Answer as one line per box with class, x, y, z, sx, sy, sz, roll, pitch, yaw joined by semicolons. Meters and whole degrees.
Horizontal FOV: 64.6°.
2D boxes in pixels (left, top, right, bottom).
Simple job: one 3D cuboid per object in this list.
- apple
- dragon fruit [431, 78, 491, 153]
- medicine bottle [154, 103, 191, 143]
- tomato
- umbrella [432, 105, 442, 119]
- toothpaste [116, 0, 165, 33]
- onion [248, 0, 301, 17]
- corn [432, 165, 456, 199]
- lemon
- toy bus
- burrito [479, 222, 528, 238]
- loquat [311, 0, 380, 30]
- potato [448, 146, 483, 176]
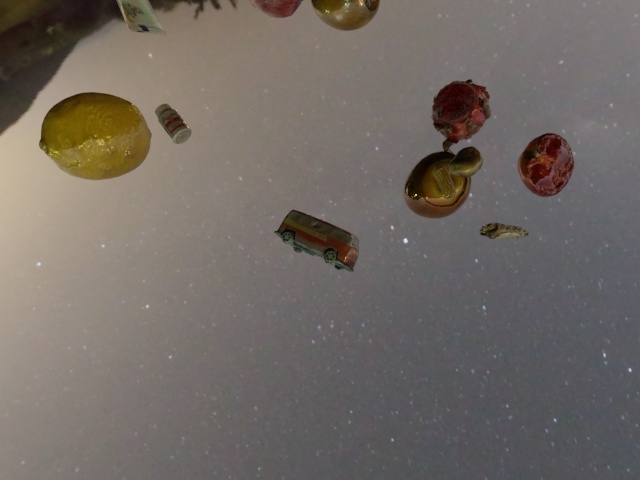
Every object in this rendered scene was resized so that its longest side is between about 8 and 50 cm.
apple;0.399;-0.191;1.724;0.237;0.237;0.207;-39;170;-13
dragon fruit;0.498;-0.462;1.807;0.211;0.147;0.282;19;-95;21
medicine bottle;-0.535;-0.424;1.829;0.079;0.140;0.079;-36;167;-9
tomato;0.824;-0.276;1.892;0.233;0.200;0.139;-57;-162;-8
umbrella;0.370;-0.402;1.590;0.020;0.031;0.083;-41;168;2
toothpaste;-0.372;-0.498;0.921;0.056;0.314;0.058;-36;-110;-11
onion;-0.178;-0.832;1.570;0.284;0.227;0.120;29;-155;11
corn;0.311;-0.144;1.263;0.037;0.037;0.092;-22;-108;16
lemon;-0.581;-0.272;1.329;0.288;0.233;0.233;-13;-165;-39
toy bus;0.000;0.000;1.539;0.265;0.121;0.119;24;-98;25
burrito;0.665;-0.030;1.829;0.063;0.230;0.058;53;-53;45
loquat;0.072;-0.737;1.542;0.227;0.179;0.179;25;-120;36
potato;0.445;-0.234;1.550;0.092;0.070;0.138;20;-132;32
